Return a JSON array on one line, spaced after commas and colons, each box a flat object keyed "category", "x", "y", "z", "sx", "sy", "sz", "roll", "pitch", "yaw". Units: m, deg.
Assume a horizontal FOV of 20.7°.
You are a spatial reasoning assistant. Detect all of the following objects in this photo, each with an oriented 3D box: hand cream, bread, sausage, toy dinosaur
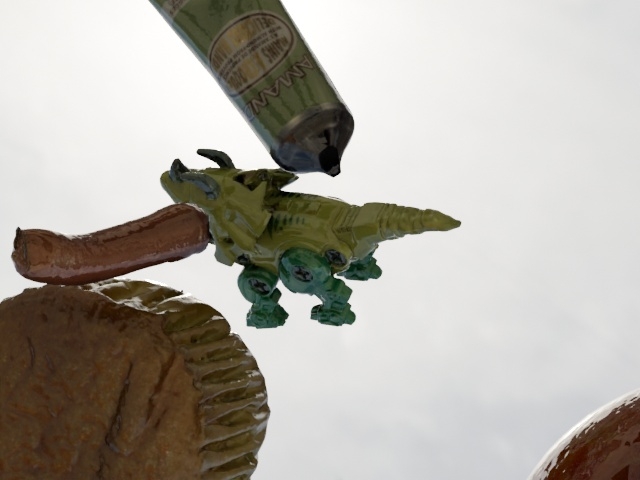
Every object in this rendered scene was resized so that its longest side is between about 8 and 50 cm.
[{"category": "hand cream", "x": -0.052, "y": -0.132, "z": 1.117, "sx": 0.086, "sy": 0.055, "sz": 0.235, "roll": -38, "pitch": -117, "yaw": 9}, {"category": "bread", "x": -0.164, "y": 0.154, "z": 1.306, "sx": 0.227, "sy": 0.253, "sz": 0.142, "roll": 24, "pitch": -164, "yaw": 16}, {"category": "sausage", "x": -0.144, "y": 0.003, "z": 1.225, "sx": 0.040, "sy": 0.047, "sz": 0.177, "roll": 38, "pitch": -149, "yaw": 29}, {"category": "toy dinosaur", "x": 0.000, "y": 0.000, "z": 1.377, "sx": 0.259, "sy": 0.153, "sz": 0.094, "roll": 7, "pitch": -130, "yaw": 27}]

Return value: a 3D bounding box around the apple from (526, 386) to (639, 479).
[{"category": "apple", "x": 0.247, "y": 0.205, "z": 1.110, "sx": 0.293, "sy": 0.163, "sz": 0.251, "roll": 26, "pitch": -115, "yaw": 31}]
